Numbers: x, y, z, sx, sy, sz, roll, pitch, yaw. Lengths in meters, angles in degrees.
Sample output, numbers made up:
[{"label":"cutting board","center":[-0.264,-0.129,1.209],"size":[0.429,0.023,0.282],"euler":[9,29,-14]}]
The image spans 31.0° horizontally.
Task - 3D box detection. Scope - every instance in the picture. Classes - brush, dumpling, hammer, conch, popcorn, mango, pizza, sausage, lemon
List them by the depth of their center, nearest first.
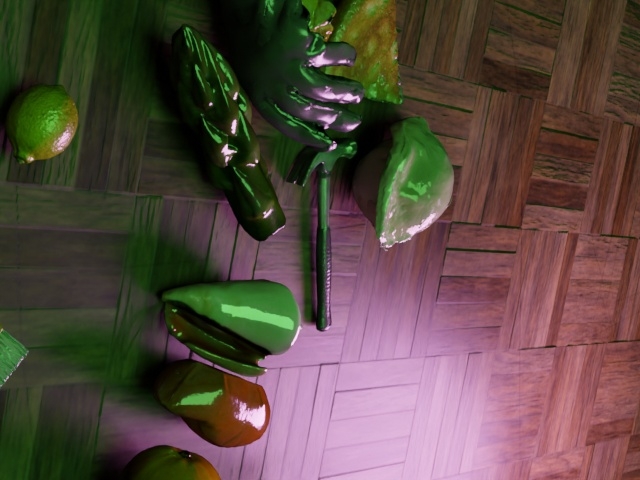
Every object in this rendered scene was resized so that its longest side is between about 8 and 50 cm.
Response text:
[{"label":"brush","center":[-0.348,0.077,1.040],"size":[0.083,0.011,0.205],"euler":[-56,137,-21]},{"label":"lemon","center":[-0.255,-0.106,1.052],"size":[0.062,0.062,0.083],"euler":[39,69,-49]},{"label":"mango","center":[-0.167,0.321,1.266],"size":[0.145,0.112,0.219],"euler":[-32,138,-38]},{"label":"conch","center":[-0.093,0.091,1.286],"size":[0.176,0.094,0.104],"euler":[8,115,-49]},{"label":"sausage","center":[-0.119,0.179,1.290],"size":[0.179,0.089,0.089],"euler":[39,72,-55]},{"label":"popcorn","center":[-0.023,-0.249,1.295],"size":[0.084,0.084,0.084],"euler":[-19,116,-46]},{"label":"pizza","center":[0.061,-0.233,1.412],"size":[0.176,0.036,0.184],"euler":[38,71,-51]},{"label":"hammer","center":[0.000,0.000,1.422],"size":[0.103,0.029,0.246],"euler":[-19,117,-46]},{"label":"dumpling","center":[0.104,-0.083,1.456],"size":[0.199,0.118,0.136],"euler":[-65,148,-47]}]

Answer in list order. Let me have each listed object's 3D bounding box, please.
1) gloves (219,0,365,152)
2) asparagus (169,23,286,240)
[{"label":"gloves","center":[-0.048,-0.219,1.217],"size":[0.119,0.142,0.285],"euler":[-43,113,-30]},{"label":"asparagus","center":[-0.103,-0.117,1.223],"size":[0.080,0.080,0.287],"euler":[-52,144,-26]}]
